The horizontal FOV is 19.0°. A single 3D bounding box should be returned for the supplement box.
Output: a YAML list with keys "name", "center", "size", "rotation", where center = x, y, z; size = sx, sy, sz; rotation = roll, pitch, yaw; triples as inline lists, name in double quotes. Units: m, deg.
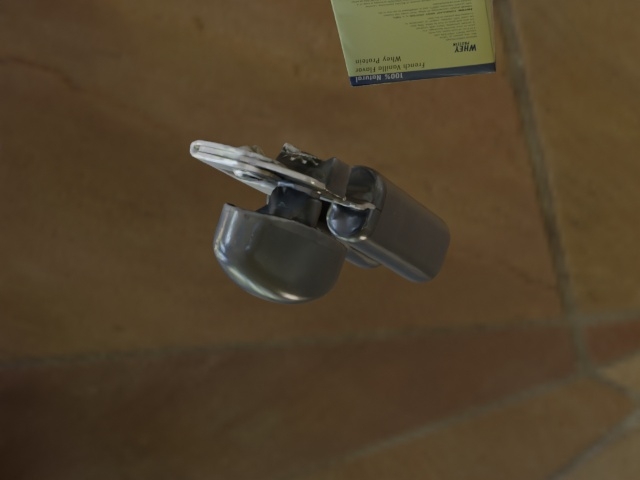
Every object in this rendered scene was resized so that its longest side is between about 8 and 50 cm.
- name: "supplement box"
  center: [0.051, -0.135, 1.037]
  size: [0.083, 0.056, 0.083]
  rotation: [-5, 141, 9]

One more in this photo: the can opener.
- name: "can opener"
  center: [0.000, 0.000, 1.120]
  size: [0.076, 0.095, 0.283]
  rotation: [15, 174, 22]
